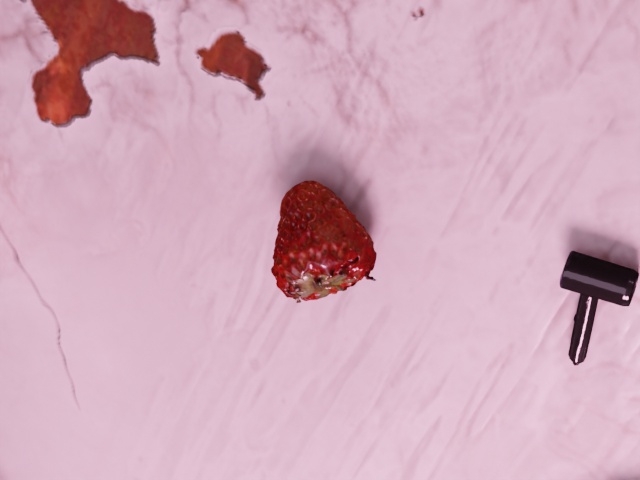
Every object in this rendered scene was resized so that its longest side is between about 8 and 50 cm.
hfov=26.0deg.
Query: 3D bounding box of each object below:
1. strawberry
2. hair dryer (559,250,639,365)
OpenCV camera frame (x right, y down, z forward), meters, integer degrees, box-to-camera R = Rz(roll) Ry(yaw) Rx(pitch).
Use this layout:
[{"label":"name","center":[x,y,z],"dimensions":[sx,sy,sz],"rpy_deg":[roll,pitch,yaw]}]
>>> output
[{"label":"strawberry","center":[0.000,0.000,0.956],"dimensions":[0.073,0.073,0.083],"rpy_deg":[-24,65,34]},{"label":"hair dryer","center":[0.177,0.049,0.909],"dimensions":[0.047,0.026,0.083],"rpy_deg":[19,125,19]}]
